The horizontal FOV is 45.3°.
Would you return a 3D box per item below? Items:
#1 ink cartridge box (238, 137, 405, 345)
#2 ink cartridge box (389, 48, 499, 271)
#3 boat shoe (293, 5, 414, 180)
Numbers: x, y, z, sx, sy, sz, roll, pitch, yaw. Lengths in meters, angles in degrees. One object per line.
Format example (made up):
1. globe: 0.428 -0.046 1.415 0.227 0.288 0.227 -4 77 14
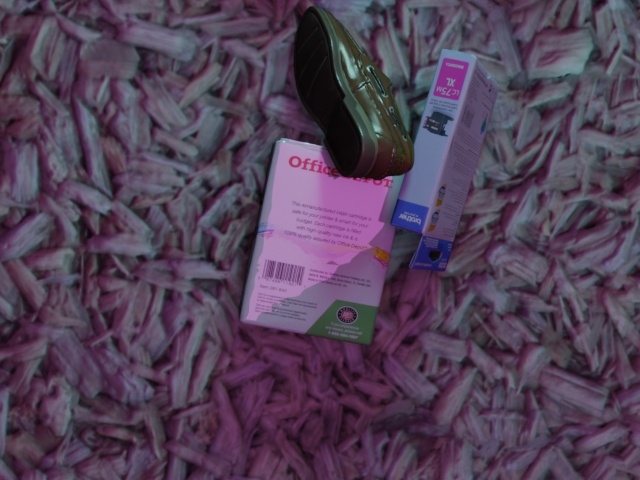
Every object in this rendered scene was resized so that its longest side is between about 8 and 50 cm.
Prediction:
1. ink cartridge box: 0.000 0.000 1.170 0.201 0.117 0.278 11 94 -8
2. ink cartridge box: 0.184 -0.109 1.150 0.065 0.186 0.311 15 93 23
3. boat shoe: 0.045 -0.212 1.120 0.104 0.110 0.307 0 59 -30
